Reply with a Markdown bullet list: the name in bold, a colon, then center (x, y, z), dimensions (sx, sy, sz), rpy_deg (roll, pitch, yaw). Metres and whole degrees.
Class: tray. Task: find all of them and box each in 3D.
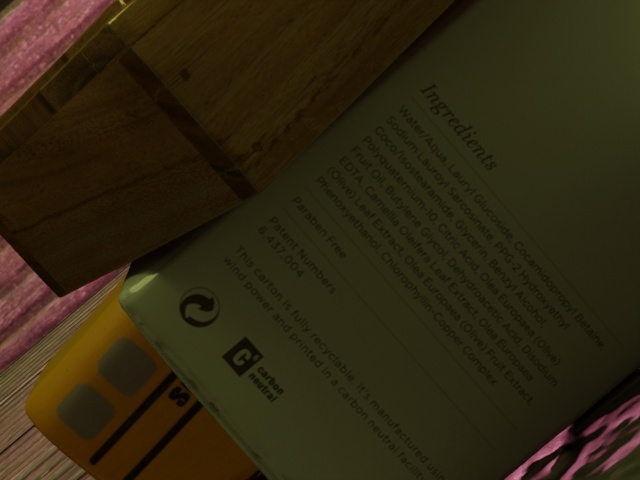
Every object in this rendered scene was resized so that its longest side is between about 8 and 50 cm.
- **tray**: center (0.043, -0.153, 0.609), dimensions (0.411, 0.076, 0.203), rpy_deg (-45, 11, -27)

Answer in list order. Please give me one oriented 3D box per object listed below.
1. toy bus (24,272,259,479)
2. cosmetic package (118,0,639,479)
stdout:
- **toy bus**: center (0.000, 0.000, 0.817), dimensions (0.333, 0.130, 0.108), rpy_deg (-48, 7, 8)
- **cosmetic package**: center (0.105, -0.058, 0.621), dimensions (0.365, 0.155, 0.197), rpy_deg (-39, 9, 5)
